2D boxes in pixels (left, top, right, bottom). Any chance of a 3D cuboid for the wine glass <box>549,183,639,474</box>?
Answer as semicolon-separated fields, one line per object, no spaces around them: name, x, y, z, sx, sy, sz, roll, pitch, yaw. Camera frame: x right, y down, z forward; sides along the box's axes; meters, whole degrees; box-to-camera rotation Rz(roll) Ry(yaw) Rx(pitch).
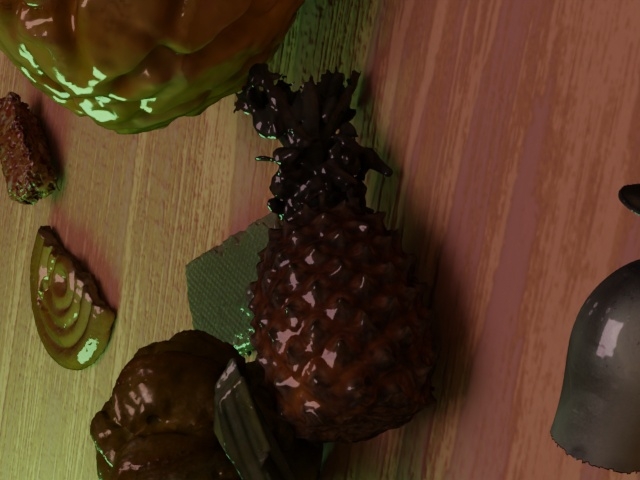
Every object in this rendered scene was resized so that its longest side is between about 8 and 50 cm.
wine glass;0.232;0.067;1.301;0.093;0.093;0.202;43;125;49

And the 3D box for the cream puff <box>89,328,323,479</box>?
cream puff;-0.105;0.202;1.691;0.196;0.244;0.244;116;140;-51

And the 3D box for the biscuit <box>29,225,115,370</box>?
biscuit;-0.324;0.084;2.233;0.224;0.033;0.144;49;129;47

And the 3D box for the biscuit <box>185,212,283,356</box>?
biscuit;-0.079;0.053;1.839;0.199;0.041;0.121;-30;67;53

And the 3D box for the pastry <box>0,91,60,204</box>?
pastry;-0.381;-0.115;2.300;0.087;0.063;0.169;-49;45;35

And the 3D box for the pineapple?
pineapple;0.000;0.000;1.593;0.175;0.175;0.361;-42;57;50

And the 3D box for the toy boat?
toy boat;-0.017;0.239;1.569;0.293;0.055;0.093;57;-179;-17

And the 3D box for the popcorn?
popcorn;-0.160;-0.275;1.697;0.390;0.344;0.354;-106;-3;-49
